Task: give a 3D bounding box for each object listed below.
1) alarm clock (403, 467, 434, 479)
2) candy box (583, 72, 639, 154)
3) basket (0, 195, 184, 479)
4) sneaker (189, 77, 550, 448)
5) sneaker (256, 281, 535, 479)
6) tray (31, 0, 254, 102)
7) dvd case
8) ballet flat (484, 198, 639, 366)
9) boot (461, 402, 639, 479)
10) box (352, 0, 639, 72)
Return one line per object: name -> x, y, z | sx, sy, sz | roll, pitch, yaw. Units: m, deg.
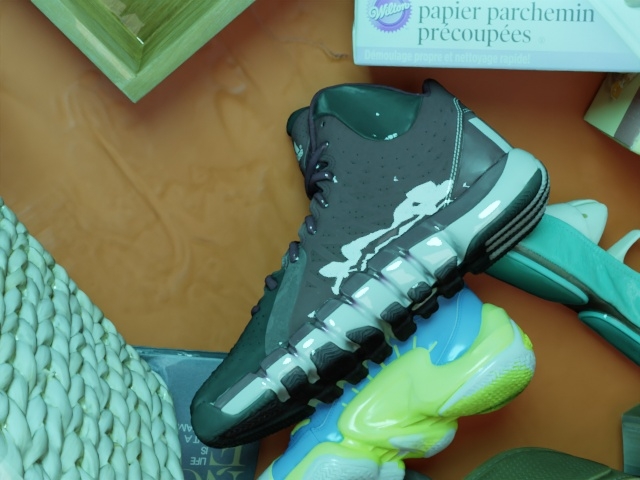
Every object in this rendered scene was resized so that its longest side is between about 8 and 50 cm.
alarm clock -> 0.068, 0.237, 0.943 | 0.192, 0.064, 0.129 | -2, 109, -10
candy box -> 0.374, -0.095, 0.885 | 0.316, 0.087, 0.183 | 23, 102, -19
basket -> -0.263, 0.156, 0.683 | 0.328, 0.331, 0.266 | -39, 112, 4
sneaker -> 0.000, 0.000, 0.808 | 0.281, 0.106, 0.162 | -38, 70, -5
sneaker -> 0.030, 0.110, 0.873 | 0.240, 0.126, 0.091 | -33, 149, 4
tray -> -0.025, -0.287, 0.687 | 0.411, 0.076, 0.203 | -37, 114, 16
dvd case -> -0.131, 0.182, 0.900 | 0.165, 0.018, 0.221 | 6, 108, -15
ballet flat -> 0.201, 0.021, 0.900 | 0.247, 0.083, 0.087 | 31, 75, -21
boot -> 0.211, 0.259, 0.937 | 0.283, 0.109, 0.220 | -18, 107, -36
box -> 0.184, -0.139, 0.772 | 0.324, 0.067, 0.063 | 3, 100, 7
